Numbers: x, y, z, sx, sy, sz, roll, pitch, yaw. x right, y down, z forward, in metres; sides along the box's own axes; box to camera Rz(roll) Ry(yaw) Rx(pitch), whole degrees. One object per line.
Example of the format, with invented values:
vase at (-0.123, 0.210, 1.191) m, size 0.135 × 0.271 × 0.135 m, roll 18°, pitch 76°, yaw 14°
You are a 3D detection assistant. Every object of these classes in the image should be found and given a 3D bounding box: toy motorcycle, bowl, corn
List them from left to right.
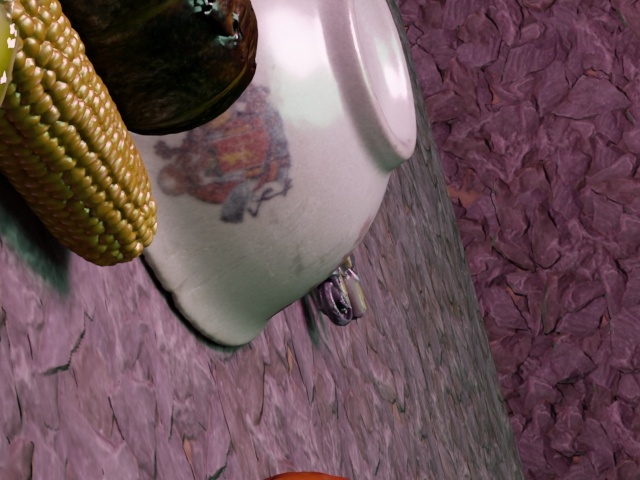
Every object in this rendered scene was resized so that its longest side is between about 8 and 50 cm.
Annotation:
corn at (-0.177, -0.079, 0.957) m, size 0.091 × 0.091 × 0.260 m, roll 42°, pitch -16°, yaw 39°
bowl at (-0.034, -0.135, 1.337) m, size 0.435 × 0.196 × 0.435 m, roll -14°, pitch 90°, yaw -73°
toy motorcycle at (0.000, 0.000, 1.650) m, size 0.193 × 0.061 × 0.124 m, roll 66°, pitch 21°, yaw -2°

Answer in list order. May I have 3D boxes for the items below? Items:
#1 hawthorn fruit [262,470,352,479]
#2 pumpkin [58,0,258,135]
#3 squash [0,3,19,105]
hawthorn fruit at (-0.013, 0.258, 1.055) m, size 0.210 × 0.210 × 0.262 m, roll 60°, pitch 2°, yaw -47°
pumpkin at (-0.129, -0.190, 1.058) m, size 0.238 × 0.159 × 0.238 m, roll 58°, pitch -2°, yaw 3°
squash at (-0.204, -0.066, 0.658) m, size 0.204 × 0.155 × 0.237 m, roll -54°, pitch 145°, yaw -11°
